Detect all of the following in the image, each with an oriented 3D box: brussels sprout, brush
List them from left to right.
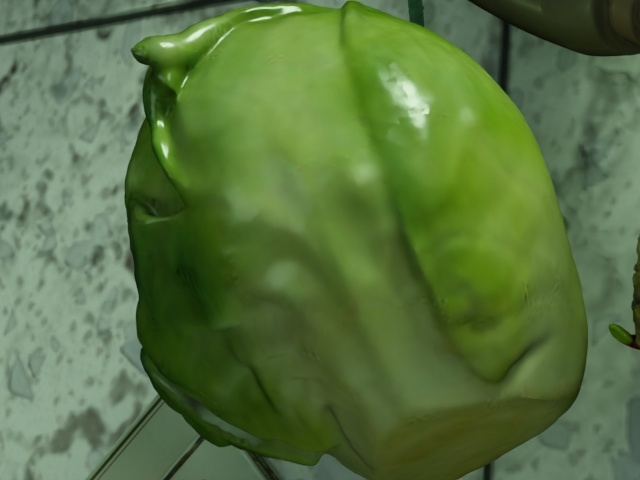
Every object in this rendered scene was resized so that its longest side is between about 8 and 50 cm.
[{"bbox_3d":[0.002,0.000,0.988,0.227,0.259,0.294,-30,64,-11],"label":"brussels sprout"},{"bbox_3d":[0.172,0.050,0.959,0.019,0.083,0.021,39,98,37],"label":"brush"}]

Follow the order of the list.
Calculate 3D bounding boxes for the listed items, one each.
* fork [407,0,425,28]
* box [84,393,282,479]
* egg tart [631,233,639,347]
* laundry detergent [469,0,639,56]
[{"bbox_3d":[0.056,-0.182,1.147,0.039,0.021,0.235,-17,70,35],"label":"fork"},{"bbox_3d":[-0.062,0.182,1.123,0.109,0.029,0.198,-49,56,14],"label":"box"},{"bbox_3d":[0.255,-0.015,0.852,0.288,0.118,0.288,-46,25,29],"label":"egg tart"},{"bbox_3d":[0.151,-0.190,1.014,0.171,0.076,0.237,-59,39,4],"label":"laundry detergent"}]
